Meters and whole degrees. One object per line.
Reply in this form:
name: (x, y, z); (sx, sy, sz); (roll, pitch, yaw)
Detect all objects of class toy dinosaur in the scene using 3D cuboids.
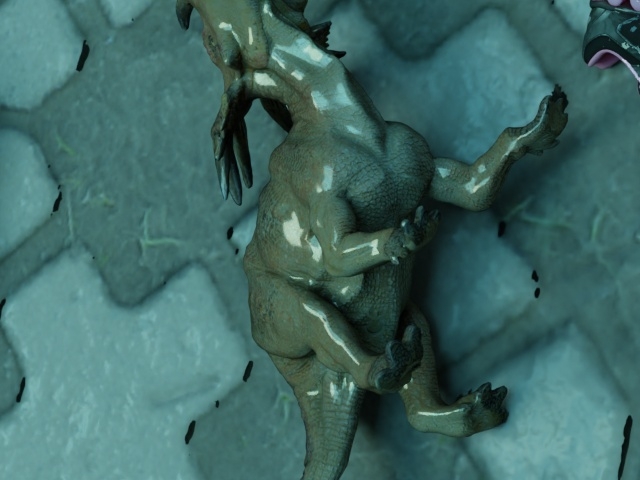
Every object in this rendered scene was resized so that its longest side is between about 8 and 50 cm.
toy dinosaur: (0.000, 0.000, 0.814); (0.200, 0.127, 0.296); (16, 102, 39)

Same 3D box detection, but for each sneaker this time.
sneaker: (0.180, -0.094, 0.764); (0.119, 0.047, 0.057); (22, 100, 39)
